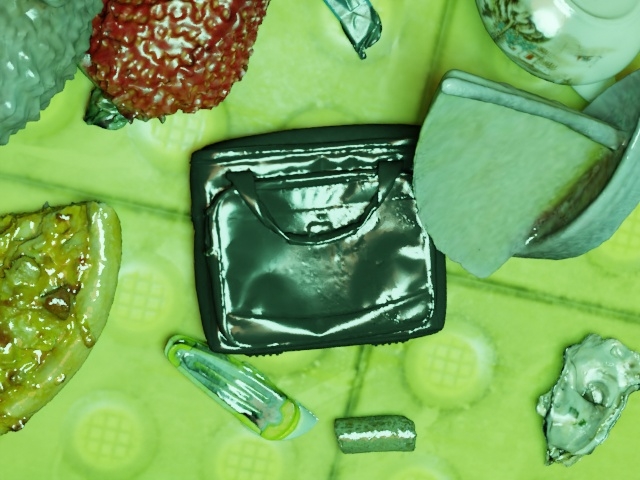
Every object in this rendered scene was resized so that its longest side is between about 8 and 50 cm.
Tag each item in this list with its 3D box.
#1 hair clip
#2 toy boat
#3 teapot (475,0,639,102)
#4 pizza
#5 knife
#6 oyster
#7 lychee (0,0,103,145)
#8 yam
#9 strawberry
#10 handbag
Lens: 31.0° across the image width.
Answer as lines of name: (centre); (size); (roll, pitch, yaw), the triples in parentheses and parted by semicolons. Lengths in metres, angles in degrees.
hair clip: (-0.093, 0.165, 1.277); (0.188, 0.033, 0.060); (37, 95, -12)
toy boat: (0.211, -0.072, 1.194); (0.293, 0.111, 0.276); (-1, 135, -19)
teapot: (0.240, -0.265, 1.204); (0.298, 0.139, 0.204); (46, 64, -7)
pizza: (-0.349, 0.074, 1.217); (0.226, 0.086, 0.335); (38, 94, -10)
knife: (-0.017, -0.327, 1.223); (0.044, 0.026, 0.297); (-31, 100, 11)
oyster: (0.291, 0.182, 1.308); (0.108, 0.053, 0.166); (31, 87, -27)
lychee: (-0.391, -0.257, 1.025); (0.432, 0.380, 0.380); (12, 98, 26)
yam: (0.062, 0.218, 1.296); (0.094, 0.043, 0.043); (-3, 98, -4)
strawberry: (-0.149, -0.225, 1.183); (0.188, 0.106, 0.286); (44, 91, -11)
handbag: (0.000, 0.000, 1.242); (0.275, 0.088, 0.244); (-4, 94, -4)
